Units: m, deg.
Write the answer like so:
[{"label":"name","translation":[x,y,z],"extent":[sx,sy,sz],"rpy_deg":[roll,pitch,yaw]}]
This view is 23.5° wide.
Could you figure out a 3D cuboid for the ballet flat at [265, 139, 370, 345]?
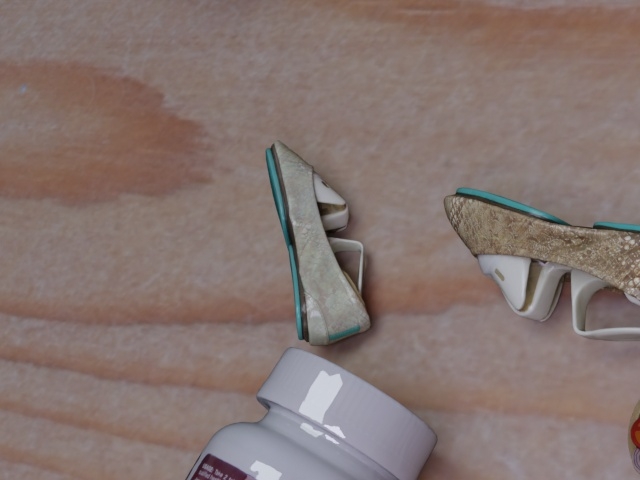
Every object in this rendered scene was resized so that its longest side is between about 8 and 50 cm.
[{"label":"ballet flat","translation":[0.000,0.000,1.010],"extent":[0.052,0.057,0.168],"rpy_deg":[-10,52,-3]}]

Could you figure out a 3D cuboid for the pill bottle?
[{"label":"pill bottle","translation":[-0.033,0.177,0.841],"extent":[0.121,0.121,0.221],"rpy_deg":[20,73,45]}]

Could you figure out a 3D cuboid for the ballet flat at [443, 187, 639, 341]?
[{"label":"ballet flat","translation":[0.142,0.018,0.867],"extent":[0.206,0.073,0.067],"rpy_deg":[14,83,47]}]

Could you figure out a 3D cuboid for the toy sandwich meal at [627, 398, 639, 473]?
[{"label":"toy sandwich meal","translation":[0.195,0.092,0.794],"extent":[0.085,0.029,0.085],"rpy_deg":[-20,49,25]}]
